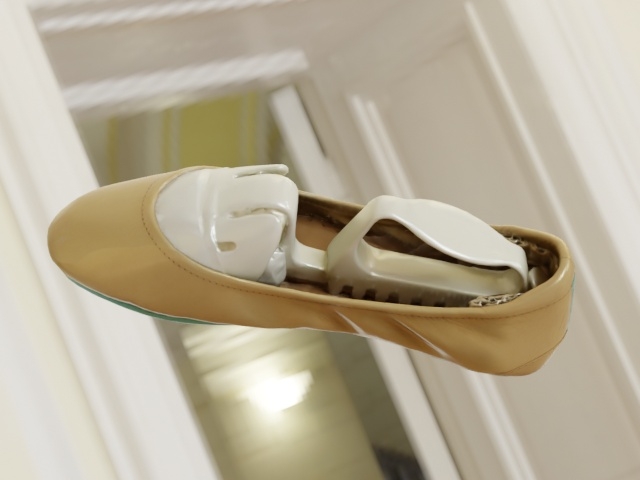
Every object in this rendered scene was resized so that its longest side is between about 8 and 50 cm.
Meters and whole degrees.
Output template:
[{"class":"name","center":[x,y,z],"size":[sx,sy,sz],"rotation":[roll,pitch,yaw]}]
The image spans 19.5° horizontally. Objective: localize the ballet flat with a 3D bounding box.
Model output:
[{"class":"ballet flat","center":[0.000,0.000,0.810],"size":[0.232,0.080,0.073],"rotation":[11,-42,-8]}]
